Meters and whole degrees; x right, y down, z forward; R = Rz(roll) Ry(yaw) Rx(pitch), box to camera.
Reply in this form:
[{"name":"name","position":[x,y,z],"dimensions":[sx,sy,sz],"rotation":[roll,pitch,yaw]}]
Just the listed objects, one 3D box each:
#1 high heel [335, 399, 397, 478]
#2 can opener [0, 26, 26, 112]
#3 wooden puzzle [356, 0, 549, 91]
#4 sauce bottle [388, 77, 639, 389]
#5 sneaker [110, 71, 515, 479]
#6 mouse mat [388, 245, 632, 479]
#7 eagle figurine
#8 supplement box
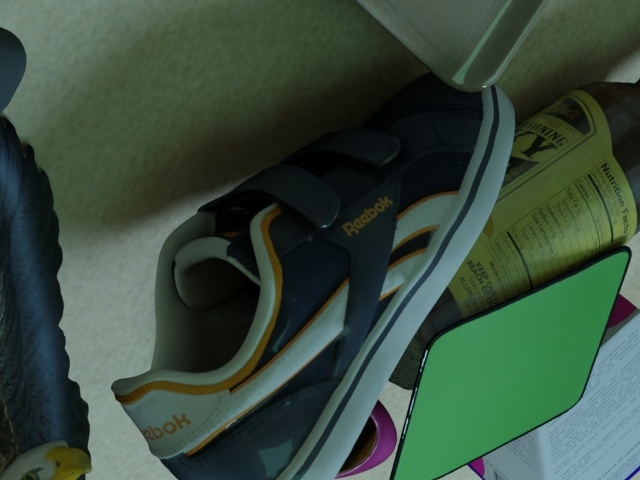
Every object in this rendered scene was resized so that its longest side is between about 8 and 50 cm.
[{"name":"high heel","position":[0.012,0.143,1.284],"dimensions":[0.082,0.117,0.244],"rotation":[-50,148,3]},{"name":"can opener","position":[-0.224,-0.109,0.770],"dimensions":[0.093,0.074,0.280],"rotation":[-56,148,11]},{"name":"wooden puzzle","position":[0.081,-0.217,1.041],"dimensions":[0.221,0.044,0.239],"rotation":[-57,143,-1]},{"name":"sauce bottle","position":[0.162,-0.033,1.288],"dimensions":[0.344,0.111,0.111],"rotation":[-34,145,-24]},{"name":"sneaker","position":[0.000,0.000,1.091],"dimensions":[0.127,0.126,0.321],"rotation":[42,58,-21]},{"name":"mouse mat","position":[0.123,0.087,1.256],"dimensions":[0.190,0.007,0.152],"rotation":[-21,139,-35]},{"name":"eagle figurine","position":[-0.177,0.112,0.948],"dimensions":[0.225,0.298,0.226],"rotation":[-35,178,19]},{"name":"supplement box","position":[0.170,0.114,1.452],"dimensions":[0.114,0.111,0.220],"rotation":[-39,148,-15]}]
